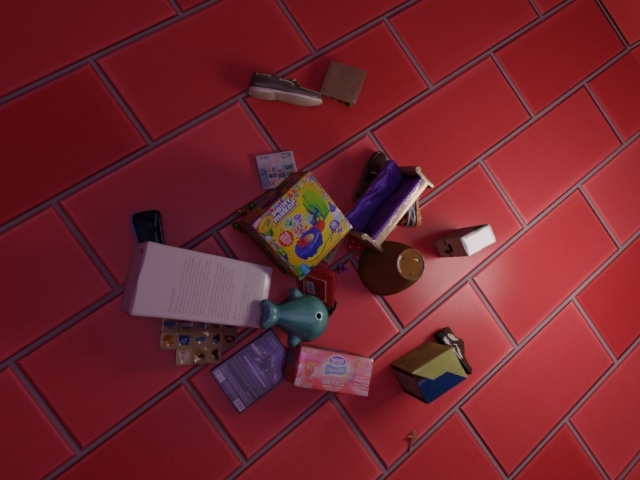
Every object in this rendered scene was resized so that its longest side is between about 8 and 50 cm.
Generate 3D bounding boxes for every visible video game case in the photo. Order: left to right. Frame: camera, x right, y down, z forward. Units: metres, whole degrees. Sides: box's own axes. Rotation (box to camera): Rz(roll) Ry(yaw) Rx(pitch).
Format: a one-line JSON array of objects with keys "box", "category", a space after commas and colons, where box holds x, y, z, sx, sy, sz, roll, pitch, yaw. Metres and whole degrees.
[{"box": [-0.248, 0.495, 1.550, 0.274, 0.026, 0.196, -34, 92, -16], "category": "video game case"}, {"box": [-0.177, -0.288, 1.666, 0.158, 0.019, 0.143, -12, 87, -16], "category": "video game case"}]

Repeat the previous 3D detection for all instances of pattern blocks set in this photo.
[{"box": [0.000, 0.000, 1.670, 0.325, 0.026, 0.285, 44, 75, -6], "category": "pattern blocks set"}]

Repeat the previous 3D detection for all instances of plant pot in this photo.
[{"box": [0.304, 0.101, 1.618, 0.238, 0.254, 0.236, 2, 82, -14], "category": "plant pot"}]

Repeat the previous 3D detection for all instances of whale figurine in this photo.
[{"box": [-0.088, 0.274, 1.467, 0.272, 0.141, 0.216, 17, 67, -37], "category": "whale figurine"}]

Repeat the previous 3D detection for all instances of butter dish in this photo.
[{"box": [0.006, 0.160, 1.598, 0.118, 0.160, 0.160, -41, 138, -48], "category": "butter dish"}]

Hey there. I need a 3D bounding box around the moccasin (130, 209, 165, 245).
[{"box": [-0.580, 0.046, 1.463, 0.117, 0.138, 0.341, -20, 89, -14], "category": "moccasin"}]

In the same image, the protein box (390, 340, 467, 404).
[{"box": [0.427, 0.520, 1.623, 0.200, 0.201, 0.135, -26, 90, -15], "category": "protein box"}]

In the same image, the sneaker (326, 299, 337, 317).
[{"box": [0.002, 0.297, 1.609, 0.072, 0.077, 0.178, 36, 77, -6], "category": "sneaker"}]

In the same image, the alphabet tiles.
[{"box": [-0.432, 0.276, 1.480, 0.286, 0.011, 0.341, 8, 81, -38], "category": "alphabet tiles"}]

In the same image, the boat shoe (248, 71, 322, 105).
[{"box": [-0.138, -0.622, 1.670, 0.306, 0.109, 0.091, 7, 86, -9], "category": "boat shoe"}]

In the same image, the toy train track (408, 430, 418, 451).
[{"box": [0.376, 0.824, 1.672, 0.048, 0.014, 0.083, 14, 86, -19], "category": "toy train track"}]

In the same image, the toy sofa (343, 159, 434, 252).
[{"box": [0.259, -0.145, 1.617, 0.177, 0.150, 0.362, 41, 85, -21], "category": "toy sofa"}]

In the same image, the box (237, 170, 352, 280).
[{"box": [-0.093, -0.058, 1.510, 0.290, 0.177, 0.279, -46, 113, -15], "category": "box"}]

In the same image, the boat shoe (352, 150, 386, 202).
[{"box": [0.226, -0.271, 1.724, 0.095, 0.095, 0.257, 24, 78, -10], "category": "boat shoe"}]

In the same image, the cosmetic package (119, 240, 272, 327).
[{"box": [-0.410, 0.162, 1.396, 0.454, 0.162, 0.229, 16, 78, -36], "category": "cosmetic package"}]

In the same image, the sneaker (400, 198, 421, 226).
[{"box": [0.376, -0.160, 1.757, 0.083, 0.084, 0.214, -9, 86, -9], "category": "sneaker"}]

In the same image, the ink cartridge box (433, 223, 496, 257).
[{"box": [0.609, 0.004, 1.729, 0.153, 0.208, 0.086, -25, 93, -15], "category": "ink cartridge box"}]

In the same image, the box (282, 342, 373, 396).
[{"box": [0.028, 0.486, 1.540, 0.300, 0.154, 0.141, 15, 80, -17], "category": "box"}]

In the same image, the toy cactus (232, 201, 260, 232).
[{"box": [-0.227, -0.071, 1.594, 0.219, 0.112, 0.180, -29, 101, -24], "category": "toy cactus"}]

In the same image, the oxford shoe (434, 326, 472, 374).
[{"box": [0.590, 0.469, 1.733, 0.096, 0.083, 0.227, -34, 93, -20], "category": "oxford shoe"}]

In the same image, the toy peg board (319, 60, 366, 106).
[{"box": [0.096, -0.667, 1.761, 0.161, 0.079, 0.161, 18, 78, 5], "category": "toy peg board"}]
